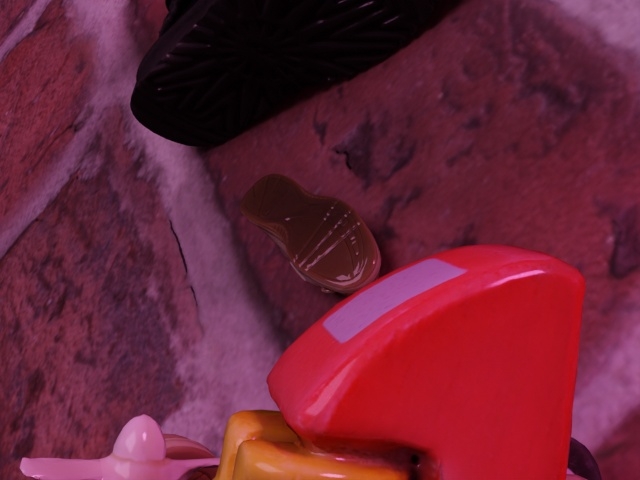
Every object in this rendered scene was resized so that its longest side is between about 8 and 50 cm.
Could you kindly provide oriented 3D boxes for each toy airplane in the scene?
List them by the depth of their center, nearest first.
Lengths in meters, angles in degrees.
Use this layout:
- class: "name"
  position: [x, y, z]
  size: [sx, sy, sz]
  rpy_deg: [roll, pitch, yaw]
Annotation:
- class: "toy airplane"
  position: [-0.051, 0.208, 0.437]
  size: [0.386, 0.272, 0.384]
  rpy_deg: [-46, 21, 45]

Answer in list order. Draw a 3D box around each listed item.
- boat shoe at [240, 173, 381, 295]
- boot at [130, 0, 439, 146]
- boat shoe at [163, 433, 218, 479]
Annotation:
- class: "boat shoe"
  position: [-0.002, 0.001, 0.767]
  size: [0.056, 0.048, 0.153]
  rpy_deg: [-48, 39, -9]
- class: "boot"
  position: [-0.031, -0.254, 0.930]
  size: [0.348, 0.131, 0.260]
  rpy_deg: [-22, 46, 41]
- class: "boat shoe"
  position: [-0.173, 0.226, 0.730]
  size: [0.285, 0.104, 0.089]
  rpy_deg: [-50, 37, 10]
